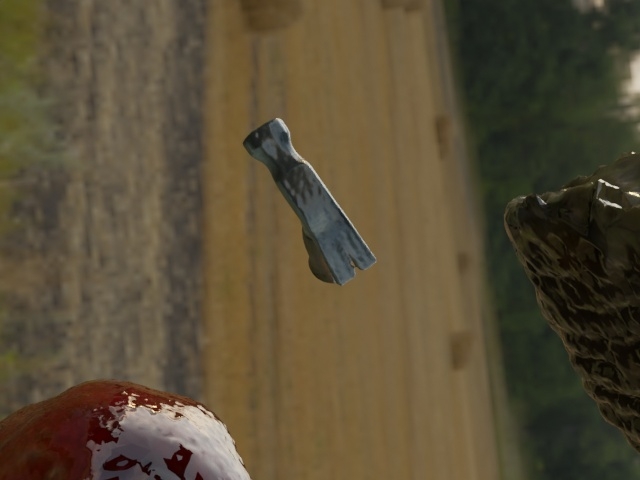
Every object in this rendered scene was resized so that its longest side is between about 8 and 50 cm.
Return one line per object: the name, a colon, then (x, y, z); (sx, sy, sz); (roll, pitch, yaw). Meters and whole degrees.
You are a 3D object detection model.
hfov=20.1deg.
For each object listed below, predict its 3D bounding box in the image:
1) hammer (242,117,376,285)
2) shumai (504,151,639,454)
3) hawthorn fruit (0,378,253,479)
hammer: (0.000, 0.000, 1.185); (0.103, 0.029, 0.246); (55, -5, 14)
shumai: (0.263, -0.012, 0.931); (0.217, 0.283, 0.346); (52, -13, 4)
hawthorn fruit: (-0.171, 0.216, 1.287); (0.300, 0.254, 0.254); (34, 49, -72)
